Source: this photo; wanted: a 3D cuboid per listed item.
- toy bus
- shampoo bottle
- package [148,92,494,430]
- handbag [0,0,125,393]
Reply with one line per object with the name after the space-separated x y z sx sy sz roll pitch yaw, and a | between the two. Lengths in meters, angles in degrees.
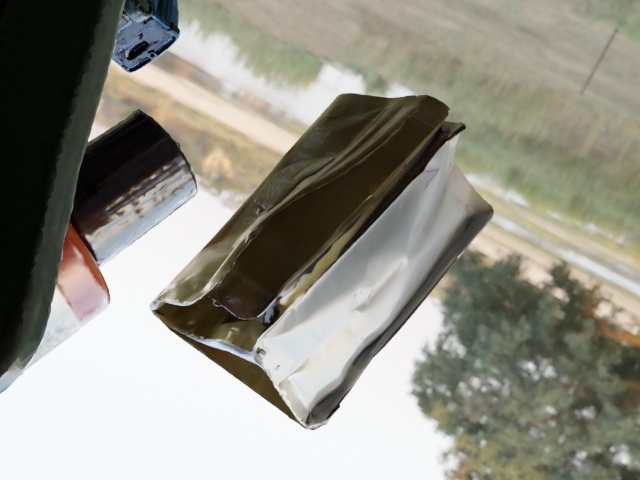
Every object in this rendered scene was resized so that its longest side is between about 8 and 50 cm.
-0.237 -0.273 1.212 0.185 0.090 0.106 37 -144 -36 | toy bus
-0.189 0.028 0.613 0.104 0.278 0.104 45 161 20 | shampoo bottle
0.001 -0.014 1.104 0.221 0.311 0.165 34 158 22 | package
-0.176 -0.033 0.415 0.247 0.260 0.079 -23 133 34 | handbag
